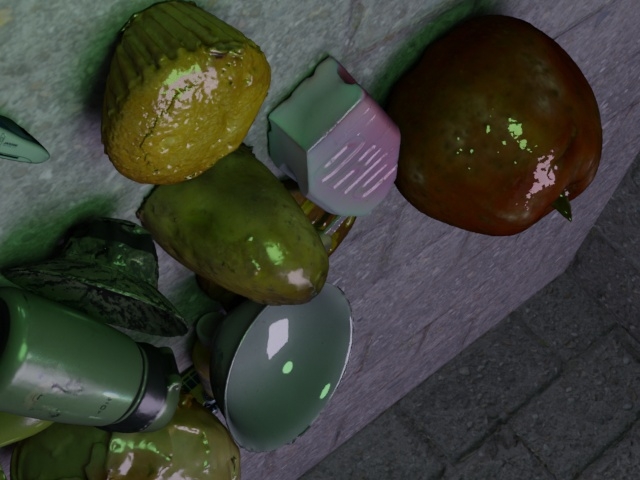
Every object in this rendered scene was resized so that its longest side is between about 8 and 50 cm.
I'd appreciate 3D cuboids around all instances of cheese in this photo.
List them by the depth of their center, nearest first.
[{"bbox_3d":[0.000,0.000,1.839,0.192,0.037,0.097,-50,160,9],"label":"cheese"}]

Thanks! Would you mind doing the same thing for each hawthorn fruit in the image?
[{"bbox_3d":[0.320,-0.178,1.788,0.403,0.403,0.403,-37,159,-17],"label":"hawthorn fruit"}]

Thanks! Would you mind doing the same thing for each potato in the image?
[{"bbox_3d":[-0.107,-0.001,1.529,0.229,0.266,0.229,-39,158,-20],"label":"potato"}]

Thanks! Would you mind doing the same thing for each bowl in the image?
[{"bbox_3d":[-0.105,0.211,1.876,0.345,0.157,0.346,-28,130,-40],"label":"bowl"}]

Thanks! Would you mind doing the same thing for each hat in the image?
[{"bbox_3d":[-0.298,0.036,1.402,0.265,0.265,0.128,71,30,-68],"label":"hat"}]

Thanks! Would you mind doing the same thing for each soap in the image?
[{"bbox_3d":[0.033,-0.152,1.667,0.193,0.109,0.324,-43,156,6],"label":"soap"}]

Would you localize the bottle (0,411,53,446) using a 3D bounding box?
[{"bbox_3d":[-0.458,0.246,1.574,0.260,0.112,0.112,-36,159,-16],"label":"bottle"}]

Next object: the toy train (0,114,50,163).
[{"bbox_3d":[-0.375,-0.125,1.087,0.048,0.055,0.252,-57,157,11],"label":"toy train"}]

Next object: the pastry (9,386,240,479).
[{"bbox_3d":[-0.340,0.382,1.752,0.409,0.245,0.409,0,151,0],"label":"pastry"}]

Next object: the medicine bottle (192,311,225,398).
[{"bbox_3d":[-0.199,0.226,2.000,0.122,0.122,0.212,-36,148,-19],"label":"medicine bottle"}]

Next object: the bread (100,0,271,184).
[{"bbox_3d":[-0.175,-0.174,1.228,0.240,0.139,0.240,-36,158,-17],"label":"bread"}]

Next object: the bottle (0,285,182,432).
[{"bbox_3d":[-0.349,0.191,1.449,0.168,0.168,0.347,-48,138,12],"label":"bottle"}]

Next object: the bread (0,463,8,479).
[{"bbox_3d":[-0.576,0.517,1.691,0.245,0.233,0.362,-25,163,-7],"label":"bread"}]

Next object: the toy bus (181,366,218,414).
[{"bbox_3d":[-0.290,0.349,2.101,0.175,0.101,0.088,-39,162,-24],"label":"toy bus"}]

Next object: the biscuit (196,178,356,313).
[{"bbox_3d":[-0.078,0.021,1.889,0.394,0.070,0.350,-13,144,-54],"label":"biscuit"}]
